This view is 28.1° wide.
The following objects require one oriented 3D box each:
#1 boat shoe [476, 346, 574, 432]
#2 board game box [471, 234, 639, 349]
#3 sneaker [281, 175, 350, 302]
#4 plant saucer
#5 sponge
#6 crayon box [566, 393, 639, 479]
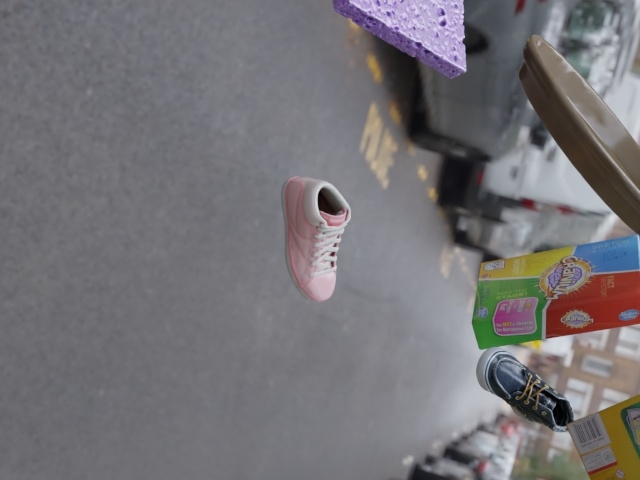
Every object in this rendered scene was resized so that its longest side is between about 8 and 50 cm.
[{"bbox_3d":[0.293,0.210,1.799,0.183,0.083,0.065,41,74,-44],"label":"boat shoe"},{"bbox_3d":[0.457,0.097,2.430,0.242,0.316,0.064,-69,144,-61],"label":"board game box"},{"bbox_3d":[0.000,0.000,1.308,0.051,0.070,0.134,-15,99,-36],"label":"sneaker"},{"bbox_3d":[0.302,-0.103,1.379,0.041,0.278,0.278,-39,-179,20],"label":"plant saucer"},{"bbox_3d":[0.099,-0.291,1.563,0.210,0.031,0.117,24,57,-39],"label":"sponge"},{"bbox_3d":[0.467,0.258,1.619,0.081,0.165,0.278,-9,162,-47],"label":"crayon box"}]
